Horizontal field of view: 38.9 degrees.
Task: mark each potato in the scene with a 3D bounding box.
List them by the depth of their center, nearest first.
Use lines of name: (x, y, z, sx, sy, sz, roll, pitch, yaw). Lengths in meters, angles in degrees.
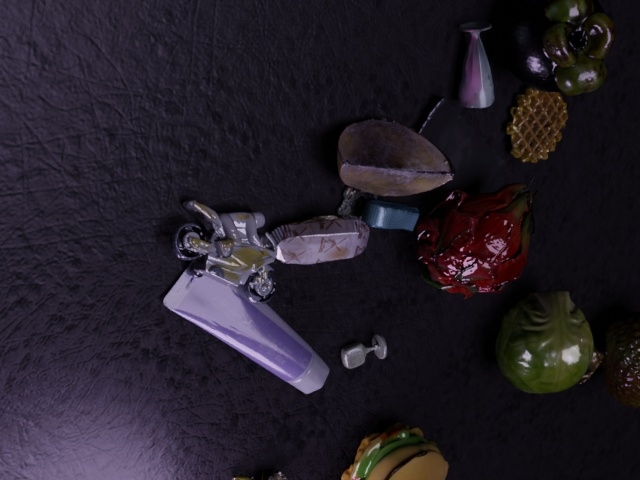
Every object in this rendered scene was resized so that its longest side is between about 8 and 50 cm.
potato: (0.111, -0.150, 1.681, 0.261, 0.120, 0.100, 4, 147, -32)

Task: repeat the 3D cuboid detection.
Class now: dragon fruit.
dragon fruit: (0.321, -0.019, 1.805, 0.234, 0.234, 0.293, 27, 101, -43)

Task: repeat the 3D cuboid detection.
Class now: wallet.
wallet: (0.275, -0.165, 1.833, 0.285, 0.030, 0.146, 35, 89, -42)

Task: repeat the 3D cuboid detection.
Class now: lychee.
lychee: (0.845, 0.311, 2.365, 0.270, 0.320, 0.270, -14, 108, -53)

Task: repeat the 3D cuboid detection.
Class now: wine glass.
wine glass: (0.296, -0.338, 1.744, 0.073, 0.073, 0.155, -25, 121, -29)

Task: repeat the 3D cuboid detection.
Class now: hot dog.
hot dog: (0.000, 0.000, 1.644, 0.192, 0.053, 0.099, -8, 135, -15)

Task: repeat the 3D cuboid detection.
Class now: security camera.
security camera: (0.084, 0.226, 1.853, 0.092, 0.058, 0.058, -10, 117, -22)

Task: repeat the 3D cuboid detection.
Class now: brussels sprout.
brussels sprout: (0.515, 0.235, 2.091, 0.244, 0.244, 0.244, -17, 120, -33)

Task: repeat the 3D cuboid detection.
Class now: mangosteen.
mangosteen: (0.459, -0.389, 1.741, 0.243, 0.243, 0.243, -17, 120, -33)

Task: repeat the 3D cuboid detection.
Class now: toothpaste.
toothpaste: (-0.119, 0.158, 1.633, 0.371, 0.080, 0.125, 43, 77, -37)

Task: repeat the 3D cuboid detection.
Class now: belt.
belt: (0.122, -0.054, 1.740, 0.179, 0.100, 0.065, 7, 105, -57)

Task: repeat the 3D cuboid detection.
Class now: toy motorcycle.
toy motorcycle: (-0.147, 0.007, 1.530, 0.228, 0.074, 0.151, 34, 70, -31)

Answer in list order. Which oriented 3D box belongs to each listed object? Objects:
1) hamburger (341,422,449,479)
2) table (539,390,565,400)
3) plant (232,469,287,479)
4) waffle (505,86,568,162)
hamburger: (0.155, 0.496, 1.963, 0.237, 0.149, 0.237, -19, 129, -26)
table: (0.596, 0.342, 2.321, 0.133, 0.043, 0.133, -18, 121, -33)
plant: (-0.127, 0.495, 1.796, 0.122, 0.104, 0.116, 51, 33, -10)
waffle: (0.464, -0.251, 1.941, 0.191, 0.038, 0.191, -18, 121, -33)
